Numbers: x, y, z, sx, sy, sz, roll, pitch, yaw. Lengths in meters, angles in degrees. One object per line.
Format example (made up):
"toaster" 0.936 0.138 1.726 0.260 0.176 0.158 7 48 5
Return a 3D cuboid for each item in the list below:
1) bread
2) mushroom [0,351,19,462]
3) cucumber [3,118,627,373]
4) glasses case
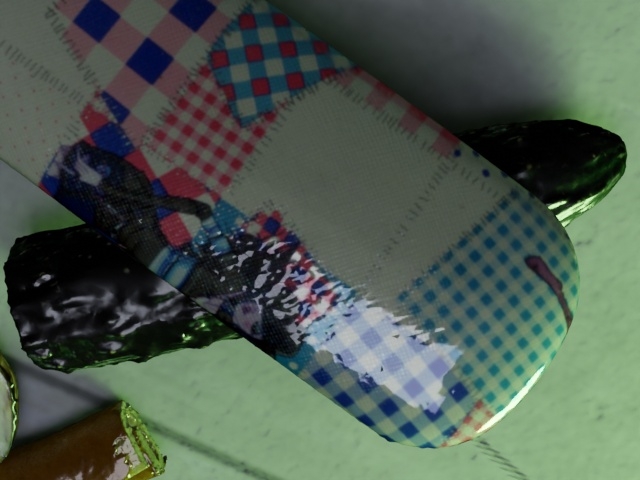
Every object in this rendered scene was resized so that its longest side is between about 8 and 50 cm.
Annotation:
"bread" -0.130 0.121 0.861 0.083 0.036 0.047 -24 106 12
"mushroom" -0.186 0.072 0.840 0.049 0.019 0.101 -13 110 5
"cucumber" 0.000 0.000 0.769 0.303 0.081 0.072 -13 120 8
"glasses case" -0.037 -0.038 0.697 0.327 0.076 0.125 36 88 3
